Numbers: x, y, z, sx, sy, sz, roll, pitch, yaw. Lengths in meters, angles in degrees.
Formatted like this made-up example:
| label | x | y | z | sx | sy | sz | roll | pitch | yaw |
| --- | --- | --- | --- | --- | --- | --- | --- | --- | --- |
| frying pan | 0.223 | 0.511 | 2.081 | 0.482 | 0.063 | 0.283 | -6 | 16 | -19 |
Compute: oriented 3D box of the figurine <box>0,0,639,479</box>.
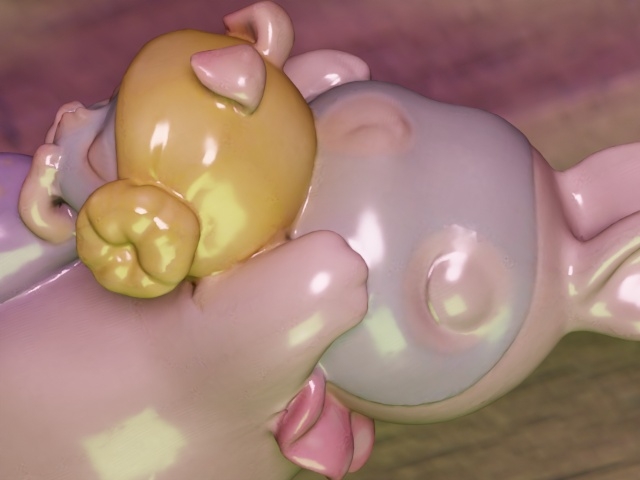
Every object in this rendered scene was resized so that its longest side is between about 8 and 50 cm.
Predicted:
| label | x | y | z | sx | sy | sz | roll | pitch | yaw |
| --- | --- | --- | --- | --- | --- | --- | --- | --- | --- |
| figurine | 0.000 | 0.000 | 0.515 | 0.235 | 0.127 | 0.155 | -25 | 114 | 22 |
